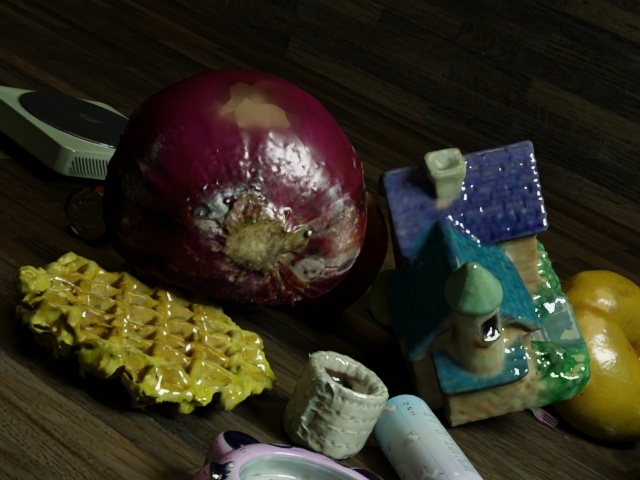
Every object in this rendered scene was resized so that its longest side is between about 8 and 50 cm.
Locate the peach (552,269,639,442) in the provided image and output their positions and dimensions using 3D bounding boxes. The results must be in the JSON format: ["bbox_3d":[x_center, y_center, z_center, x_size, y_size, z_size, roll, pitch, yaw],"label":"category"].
[{"bbox_3d":[0.404,0.167,1.918,0.251,0.153,0.251,23,52,-33],"label":"peach"}]

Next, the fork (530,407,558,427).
[{"bbox_3d":[0.285,0.227,1.903,0.115,0.016,0.012,35,-2,41],"label":"fork"}]

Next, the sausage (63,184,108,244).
[{"bbox_3d":[-0.278,-0.051,1.973,0.083,0.083,0.264,25,14,12],"label":"sausage"}]

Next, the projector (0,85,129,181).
[{"bbox_3d":[-0.382,-0.160,2.181,0.257,0.079,0.259,4,23,-48],"label":"projector"}]

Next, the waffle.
[{"bbox_3d":[-0.205,0.103,1.555,0.325,0.068,0.302,30,17,33],"label":"waffle"}]

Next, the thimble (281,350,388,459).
[{"bbox_3d":[0.015,0.186,1.532,0.102,0.090,0.115,29,15,14],"label":"thimble"}]

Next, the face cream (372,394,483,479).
[{"bbox_3d":[0.126,0.252,1.482,0.075,0.075,0.229,15,16,-23],"label":"face cream"}]

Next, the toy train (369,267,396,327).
[{"bbox_3d":[0.223,0.099,2.041,0.308,0.126,0.189,12,18,-31],"label":"toy train"}]

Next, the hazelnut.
[{"bbox_3d":[0.000,0.000,1.924,0.208,0.208,0.208,20,15,-6],"label":"hazelnut"}]

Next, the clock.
[{"bbox_3d":[-0.014,0.263,1.234,0.228,0.090,0.248,19,14,-11],"label":"clock"}]

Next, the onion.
[{"bbox_3d":[-0.094,-0.085,1.704,0.337,0.260,0.282,11,20,-12],"label":"onion"}]

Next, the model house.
[{"bbox_3d":[0.199,0.029,1.735,0.245,0.280,0.312,-10,42,-2],"label":"model house"}]
